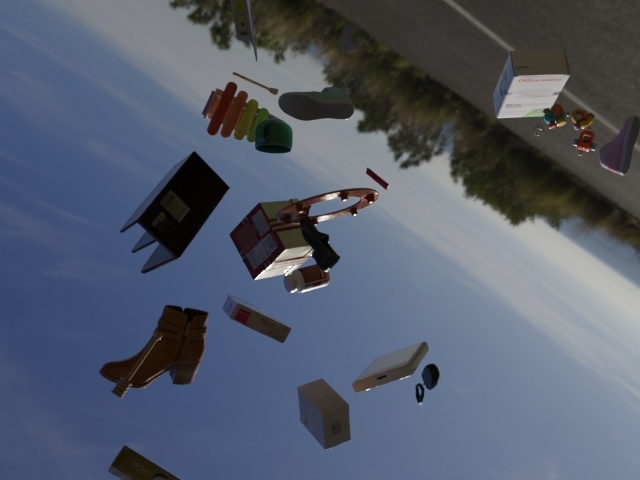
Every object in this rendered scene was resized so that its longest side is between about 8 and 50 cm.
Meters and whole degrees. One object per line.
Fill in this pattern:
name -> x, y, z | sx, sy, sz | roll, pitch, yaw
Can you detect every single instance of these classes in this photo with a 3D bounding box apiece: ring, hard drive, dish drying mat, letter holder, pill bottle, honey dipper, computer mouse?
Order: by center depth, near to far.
honey dipper -> -0.398, 0.268, 1.433 | 0.030, 0.161, 0.030 | 29, 161, 11
letter holder -> -0.435, -0.075, 1.866 | 0.152, 0.214, 0.302 | 47, -134, -21
dish drying mat -> 0.168, -0.183, 1.940 | 0.083, 0.008, 0.032 | 42, 159, 15
ring -> 0.025, -0.098, 2.088 | 0.336, 0.336, 0.032 | 10, -116, -63
hard drive -> 0.238, 0.414, 2.166 | 0.040, 0.203, 0.307 | 68, -161, 2
computer mouse -> 0.356, 0.476, 2.170 | 0.041, 0.242, 0.071 | -12, -123, -14
pill bottle -> -0.050, 0.137, 2.335 | 0.152, 0.086, 0.086 | -13, -142, -26

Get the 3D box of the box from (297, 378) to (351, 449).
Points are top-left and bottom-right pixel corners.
box -> 0.010, 0.520, 1.977 | 0.091, 0.130, 0.170 | -14, -156, -24

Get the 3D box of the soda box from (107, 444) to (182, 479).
soda box -> -0.412, 0.566, 1.566 | 0.181, 0.061, 0.058 | 33, -130, -4

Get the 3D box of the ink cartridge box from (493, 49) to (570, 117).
ink cartridge box -> 0.764, -0.569, 2.396 | 0.198, 0.115, 0.273 | -2, 159, 0

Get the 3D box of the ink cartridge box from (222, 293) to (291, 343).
ink cartridge box -> -0.215, 0.246, 2.108 | 0.185, 0.065, 0.311 | 27, 177, -13

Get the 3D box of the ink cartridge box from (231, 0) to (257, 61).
ink cartridge box -> -0.279, -0.837, 2.359 | 0.072, 0.307, 0.304 | -5, -146, -3

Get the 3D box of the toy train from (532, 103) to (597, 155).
toy train -> 0.645, -0.298, 1.703 | 0.166, 0.125, 0.046 | 24, 164, 23

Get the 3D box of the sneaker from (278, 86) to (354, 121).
sneaker -> -0.018, -0.475, 2.242 | 0.256, 0.094, 0.151 | 6, -147, -8

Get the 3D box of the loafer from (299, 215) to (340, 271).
loafer -> 0.000, 0.000, 1.793 | 0.062, 0.061, 0.170 | 2, -125, -61

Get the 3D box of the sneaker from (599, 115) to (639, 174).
sneaker -> 0.665, -0.218, 1.470 | 0.051, 0.134, 0.070 | -19, -147, -36

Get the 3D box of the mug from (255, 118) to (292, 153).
mug -> -0.157, -0.361, 2.233 | 0.129, 0.097, 0.158 | 3, 174, -9

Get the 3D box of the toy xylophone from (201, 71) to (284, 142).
toy xylophone -> -0.275, -0.476, 2.407 | 0.322, 0.236, 0.081 | 12, -164, -29

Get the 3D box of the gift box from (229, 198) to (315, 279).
gift box -> -0.144, -0.009, 2.537 | 0.258, 0.276, 0.255 | -8, -113, -51

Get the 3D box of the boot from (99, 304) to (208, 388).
boot -> -0.444, 0.286, 1.791 | 0.283, 0.220, 0.109 | 9, -165, -29
